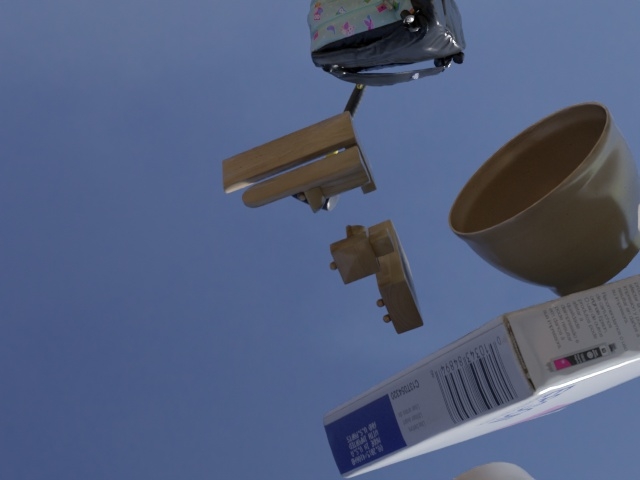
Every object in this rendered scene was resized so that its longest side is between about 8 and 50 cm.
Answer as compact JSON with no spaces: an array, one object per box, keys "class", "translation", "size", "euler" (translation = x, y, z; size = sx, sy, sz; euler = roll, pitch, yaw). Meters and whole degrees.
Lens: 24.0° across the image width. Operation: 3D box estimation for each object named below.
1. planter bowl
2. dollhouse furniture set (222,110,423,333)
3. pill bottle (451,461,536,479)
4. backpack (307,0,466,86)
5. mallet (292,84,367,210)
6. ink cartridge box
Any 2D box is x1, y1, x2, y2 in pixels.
[{"class":"planter bowl","translation":[0.202,-0.022,1.252],"size":[0.162,0.109,0.162],"euler":[-36,-162,14]},{"class":"dollhouse furniture set","translation":[0.000,0.000,1.314],"size":[0.123,0.151,0.144],"euler":[-20,-153,6]},{"class":"pill bottle","translation":[0.188,0.280,0.936],"size":[0.181,0.181,0.323],"euler":[-20,-141,-26]},{"class":"backpack","translation":[0.074,-0.266,1.859],"size":[0.182,0.152,0.115],"euler":[-11,-115,22]},{"class":"mallet","translation":[0.030,-0.128,1.998],"size":[0.062,0.190,0.039],"euler":[31,-179,20]},{"class":"ink cartridge box","translation":[0.209,0.092,1.205],"size":[0.330,0.324,0.071],"euler":[-13,-103,-26]}]
